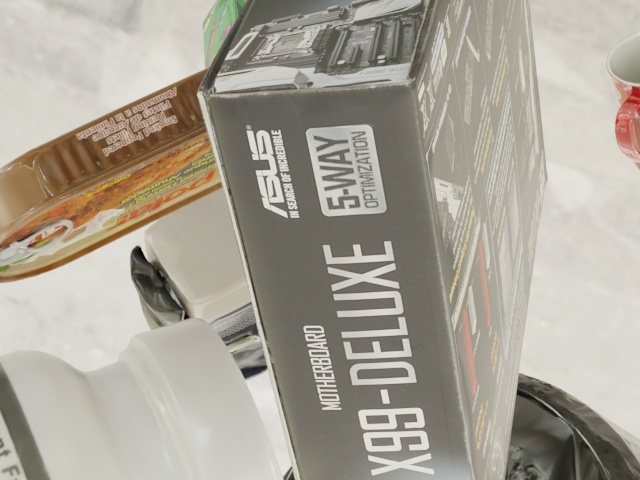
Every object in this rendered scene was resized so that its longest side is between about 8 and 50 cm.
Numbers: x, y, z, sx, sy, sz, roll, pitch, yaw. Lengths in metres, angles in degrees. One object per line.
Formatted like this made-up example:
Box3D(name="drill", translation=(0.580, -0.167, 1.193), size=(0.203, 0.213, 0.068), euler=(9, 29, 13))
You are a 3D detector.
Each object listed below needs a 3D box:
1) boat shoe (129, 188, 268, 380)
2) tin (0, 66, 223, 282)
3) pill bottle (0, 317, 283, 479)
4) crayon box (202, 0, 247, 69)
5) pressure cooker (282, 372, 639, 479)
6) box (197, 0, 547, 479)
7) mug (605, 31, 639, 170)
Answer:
Box3D(name="boat shoe", translation=(0.000, 0.000, 1.240), size=(0.127, 0.340, 0.158), euler=(55, 159, 29))
Box3D(name="tin", translation=(-0.096, -0.037, 0.773), size=(0.040, 0.190, 0.106), euler=(59, 163, 15))
Box3D(name="pill bottle", translation=(-0.208, 0.185, 0.832), size=(0.363, 0.210, 0.210), euler=(-20, 142, -17))
Box3D(name="crayon box", translation=(-0.004, -0.187, 1.791), size=(0.278, 0.165, 0.081), euler=(25, 120, -23))
Box3D(name="pressure cooker", translation=(0.189, 0.325, 1.231), size=(0.375, 0.370, 0.420), euler=(-27, 146, 24))
Box3D(name="box", translation=(0.044, -0.041, 0.658), size=(0.076, 0.307, 0.242), euler=(-1, 126, 15))
Box3D(name="mug", translation=(0.422, -0.164, 1.918), size=(0.113, 0.150, 0.169), euler=(48, 165, 46))
